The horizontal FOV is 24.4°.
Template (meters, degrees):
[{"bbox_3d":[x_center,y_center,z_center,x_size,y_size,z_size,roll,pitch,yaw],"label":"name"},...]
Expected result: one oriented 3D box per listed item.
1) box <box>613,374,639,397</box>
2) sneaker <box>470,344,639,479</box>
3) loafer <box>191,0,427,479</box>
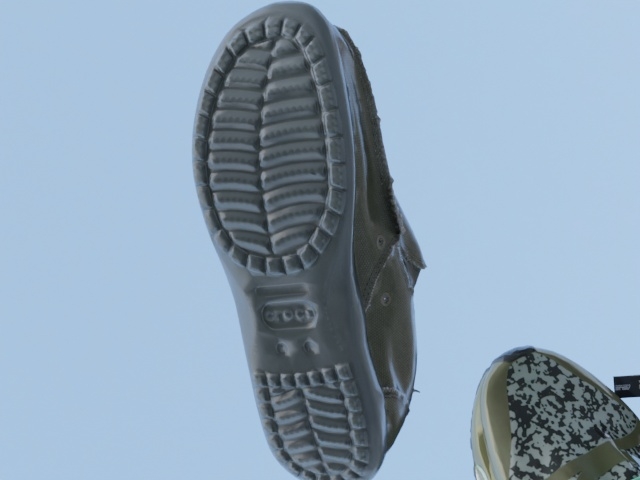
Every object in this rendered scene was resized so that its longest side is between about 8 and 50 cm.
[{"bbox_3d":[0.277,0.114,1.174,0.083,0.067,0.018,8,-103,-61],"label":"box"},{"bbox_3d":[0.261,0.230,1.040,0.158,0.182,0.410,-23,-111,-26],"label":"sneaker"},{"bbox_3d":[0.000,0.000,0.766,0.087,0.094,0.251,-29,-63,-56],"label":"loafer"}]
